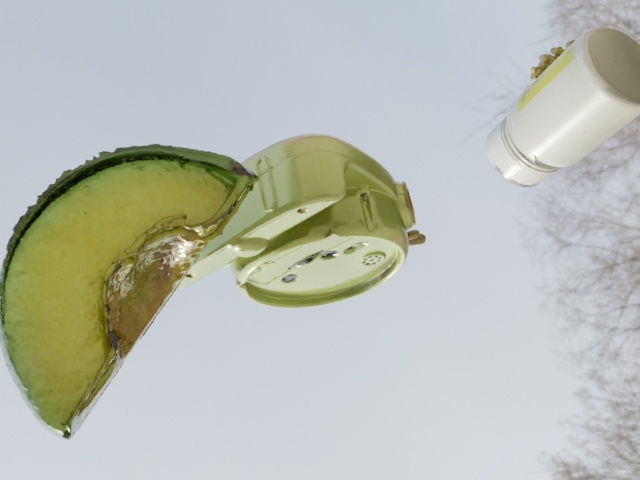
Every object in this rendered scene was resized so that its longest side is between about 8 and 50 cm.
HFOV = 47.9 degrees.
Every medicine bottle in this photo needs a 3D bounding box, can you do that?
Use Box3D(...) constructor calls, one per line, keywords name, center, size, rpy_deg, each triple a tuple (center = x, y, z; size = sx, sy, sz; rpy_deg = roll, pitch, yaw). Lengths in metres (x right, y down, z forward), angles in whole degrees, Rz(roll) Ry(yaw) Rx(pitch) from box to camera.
Box3D(name="medicine bottle", center=(0.378, -0.195, 1.113), size=(0.144, 0.258, 0.143), rpy_deg=(11, -120, -19))

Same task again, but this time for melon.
Box3D(name="melon", center=(-0.186, 0.033, 0.609), size=(0.129, 0.169, 0.265), rpy_deg=(34, -121, -6))

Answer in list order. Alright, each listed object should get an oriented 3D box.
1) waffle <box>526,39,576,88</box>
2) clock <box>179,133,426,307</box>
Box3D(name="waffle", center=(0.445, -0.263, 1.280), size=(0.191, 0.038, 0.191), rpy_deg=(-6, -75, -22))
Box3D(name="clock", center=(0.000, 0.000, 0.832), size=(0.308, 0.235, 0.096), rpy_deg=(19, -132, -49))
